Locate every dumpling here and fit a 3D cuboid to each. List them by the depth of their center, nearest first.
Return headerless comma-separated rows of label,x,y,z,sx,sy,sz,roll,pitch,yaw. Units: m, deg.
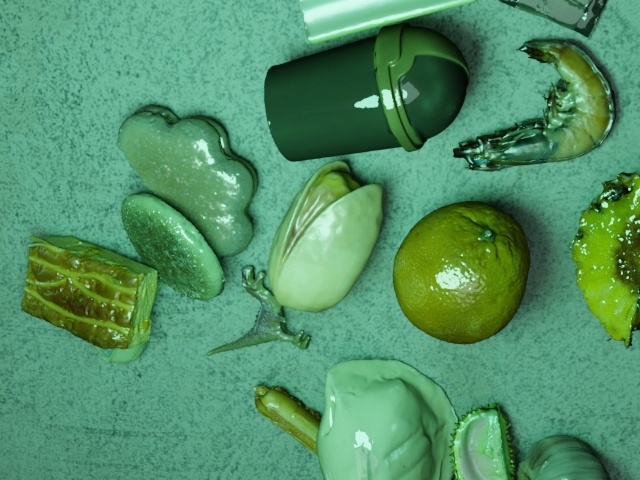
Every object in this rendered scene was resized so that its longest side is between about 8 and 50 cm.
dumpling,0.153,0.429,1.602,0.315,0.233,0.395,-8,88,-17

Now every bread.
bread,-0.231,-0.128,1.515,0.183,0.102,0.337,-34,101,21
bread,-0.298,0.020,1.550,0.267,0.040,0.267,30,146,23
bread,-0.479,0.106,1.626,0.274,0.114,0.185,19,108,18

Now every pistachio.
pistachio,0.000,0.000,1.473,0.187,0.187,0.299,23,115,1

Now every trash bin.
trash bin,0.087,-0.246,1.333,0.333,0.214,0.214,-9,111,19

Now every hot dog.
hot dog,-0.046,0.390,1.710,0.249,0.102,0.076,39,74,-8

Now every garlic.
garlic,0.496,0.538,1.612,0.207,0.207,0.257,-16,120,18

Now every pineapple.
pineapple,0.543,-0.002,1.400,0.161,0.158,0.335,19,119,47

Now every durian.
durian,0.340,0.452,1.630,0.137,0.095,0.221,-13,79,13

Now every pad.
pad,0.414,-0.467,1.270,0.174,0.022,0.233,22,117,1

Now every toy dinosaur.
toy dinosaur,-0.121,0.183,1.656,0.199,0.072,0.251,26,129,11

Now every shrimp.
shrimp,0.358,-0.229,1.365,0.290,0.054,0.222,-16,110,15

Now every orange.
orange,0.255,0.054,1.402,0.264,0.264,0.264,5,114,10

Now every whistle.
whistle,-0.416,0.175,1.705,0.126,0.067,0.258,35,113,-2

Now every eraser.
eraser,0.117,-0.402,1.260,0.274,0.210,0.092,-10,112,19
